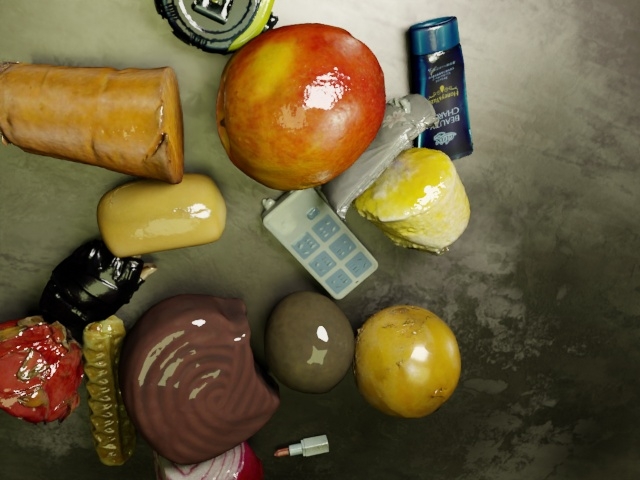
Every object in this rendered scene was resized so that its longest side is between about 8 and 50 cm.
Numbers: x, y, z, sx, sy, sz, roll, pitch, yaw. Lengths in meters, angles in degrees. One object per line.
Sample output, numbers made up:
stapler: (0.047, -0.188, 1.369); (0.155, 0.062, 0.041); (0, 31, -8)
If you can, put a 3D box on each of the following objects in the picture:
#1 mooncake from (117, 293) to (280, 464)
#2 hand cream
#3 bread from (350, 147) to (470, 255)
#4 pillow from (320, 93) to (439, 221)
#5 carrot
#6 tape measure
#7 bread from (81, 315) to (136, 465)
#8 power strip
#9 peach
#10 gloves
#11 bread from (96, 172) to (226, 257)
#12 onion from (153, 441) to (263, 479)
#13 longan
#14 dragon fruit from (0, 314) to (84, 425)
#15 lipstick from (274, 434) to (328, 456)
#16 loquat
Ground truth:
mooncake: (-0.226, 0.276, 1.070); (0.333, 0.174, 0.326); (11, 102, -26)
hand cream: (0.220, -0.265, 1.005); (0.120, 0.061, 0.271); (-19, 124, -7)
bread: (0.168, -0.074, 1.006); (0.197, 0.197, 0.170); (-35, 122, 5)
pillow: (0.090, -0.158, 0.959); (0.059, 0.169, 0.255); (36, 105, -29)
carrot: (-0.351, -0.182, 0.856); (0.254, 0.196, 0.196); (1, 114, -5)
tape measure: (-0.155, -0.382, 0.842); (0.199, 0.112, 0.186); (17, 111, -16)
bread: (-0.430, 0.315, 1.114); (0.077, 0.084, 0.368); (17, 117, 25)
power strip: (0.000, 0.000, 1.078); (0.118, 0.046, 0.270); (-39, 114, 7)
peach: (-0.029, -0.207, 0.873); (0.280, 0.238, 0.281); (-8, 118, -15)
gloves: (-0.394, 0.059, 0.994); (0.164, 0.124, 0.203); (24, 116, -39)
bread: (-0.275, -0.052, 0.942); (0.217, 0.147, 0.098); (-14, 153, -9)
onion: (-0.242, 0.520, 1.179); (0.206, 0.216, 0.207); (-9, 127, -25)
longan: (-0.024, 0.208, 1.088); (0.198, 0.198, 0.212); (2, 121, -12)
dragon fruit: (-0.507, 0.209, 0.991); (0.148, 0.218, 0.224); (-47, 115, -7)
lipstick: (-0.047, 0.496, 1.297); (0.129, 0.030, 0.030); (-8, 115, -8)
loquat: (0.174, 0.246, 1.122); (0.235, 0.235, 0.235); (-4, 114, -9)
